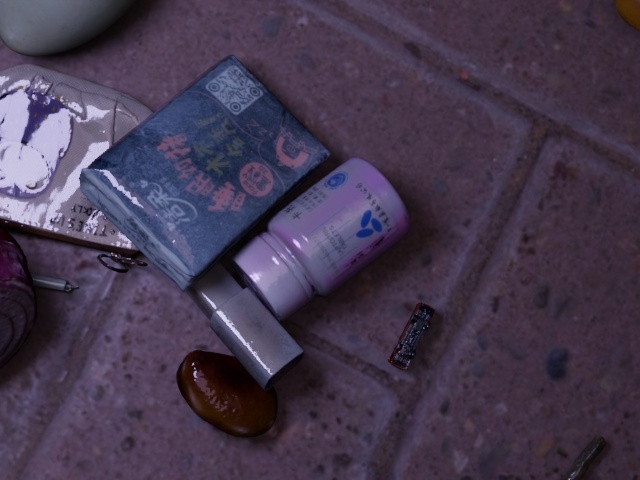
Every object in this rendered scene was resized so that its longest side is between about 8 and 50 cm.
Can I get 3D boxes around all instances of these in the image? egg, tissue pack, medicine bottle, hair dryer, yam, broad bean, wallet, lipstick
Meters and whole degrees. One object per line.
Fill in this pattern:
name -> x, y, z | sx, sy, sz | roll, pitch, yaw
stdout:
egg -> -0.378, -0.407, 1.533 | 0.218, 0.218, 0.295 | 35, 94, -2
tissue pack -> -0.168, -0.109, 1.540 | 0.228, 0.103, 0.316 | 45, 61, 1
medicine bottle -> 0.000, 0.000, 1.562 | 0.254, 0.152, 0.152 | -37, 89, -11
hair dryer -> -0.429, 0.055, 1.563 | 0.124, 0.038, 0.063 | 11, 82, -11
yam -> 0.375, 0.403, 1.627 | 0.027, 0.029, 0.234 | 38, 81, 26
broad bean -> -0.139, 0.230, 1.552 | 0.165, 0.084, 0.114 | 24, 72, -10
wallet -> -0.395, -0.115, 1.567 | 0.335, 0.068, 0.274 | 16, 81, -7
lipstick -> -0.135, 0.105, 1.549 | 0.077, 0.079, 0.253 | -38, 75, -22

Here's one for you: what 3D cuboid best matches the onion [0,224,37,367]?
onion -> -0.560, 0.071, 1.425 | 0.336, 0.282, 0.260 | -48, 63, 24

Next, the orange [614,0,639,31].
orange -> 0.561, -0.411, 1.700 | 0.155, 0.134, 0.154 | -4, 66, 8

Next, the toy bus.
toy bus -> 0.142, 0.150, 1.617 | 0.031, 0.043, 0.110 | 30, 79, -6
